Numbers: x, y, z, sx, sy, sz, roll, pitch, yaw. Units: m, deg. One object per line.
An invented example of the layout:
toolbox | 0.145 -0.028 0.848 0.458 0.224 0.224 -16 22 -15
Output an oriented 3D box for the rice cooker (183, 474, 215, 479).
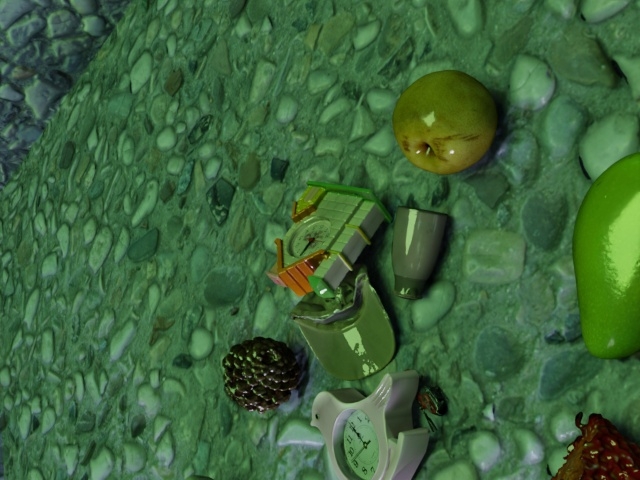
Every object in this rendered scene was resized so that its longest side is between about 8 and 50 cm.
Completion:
rice cooker | -0.293 0.737 1.803 0.277 0.288 0.288 19 95 48

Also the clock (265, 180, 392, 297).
clock | 0.000 0.000 1.700 0.219 0.106 0.255 12 60 48

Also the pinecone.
pinecone | -0.151 0.323 1.809 0.179 0.184 0.204 -53 7 -35

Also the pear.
pear | 0.252 -0.242 1.502 0.209 0.209 0.209 -14 71 45

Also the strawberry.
strawberry | 0.450 0.402 1.180 0.178 0.234 0.234 29 105 15

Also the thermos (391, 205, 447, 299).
thermos | 0.194 0.028 1.584 0.137 0.105 0.193 -152 70 -73

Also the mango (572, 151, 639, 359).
mango | 0.494 0.026 1.201 0.192 0.156 0.343 20 97 49

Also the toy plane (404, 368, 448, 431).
toy plane | 0.212 0.315 1.530 0.145 0.037 0.060 52 122 40

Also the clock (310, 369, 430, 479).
clock | 0.105 0.375 1.569 0.275 0.080 0.290 50 125 41

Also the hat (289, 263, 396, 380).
hat | 0.066 0.177 1.700 0.214 0.149 0.245 -29 95 21
